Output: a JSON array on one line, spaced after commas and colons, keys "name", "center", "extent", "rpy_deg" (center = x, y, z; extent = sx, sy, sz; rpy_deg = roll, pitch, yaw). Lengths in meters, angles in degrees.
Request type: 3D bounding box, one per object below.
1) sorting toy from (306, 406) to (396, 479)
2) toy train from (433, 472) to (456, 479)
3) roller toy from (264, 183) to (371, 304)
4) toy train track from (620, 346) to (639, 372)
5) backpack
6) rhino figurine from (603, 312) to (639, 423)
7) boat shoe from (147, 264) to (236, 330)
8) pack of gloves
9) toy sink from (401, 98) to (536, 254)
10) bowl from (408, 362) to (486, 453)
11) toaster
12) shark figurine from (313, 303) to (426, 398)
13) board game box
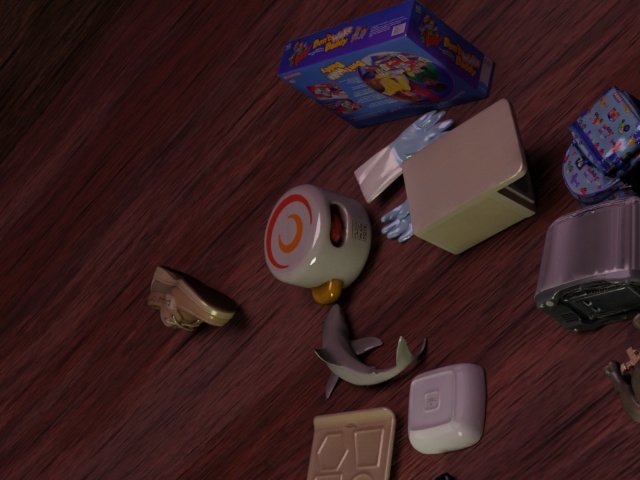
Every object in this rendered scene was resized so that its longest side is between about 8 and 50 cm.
[{"name": "sorting toy", "center": [0.051, 0.395, 1.877], "extent": [0.193, 0.038, 0.208], "rpy_deg": [-16, 59, 43]}, {"name": "toy train", "center": [0.212, 0.417, 1.676], "extent": [0.036, 0.027, 0.158], "rpy_deg": [-36, 41, 14]}, {"name": "roller toy", "center": [0.000, 0.000, 2.102], "extent": [0.191, 0.146, 0.209], "rpy_deg": [-61, 37, 18]}, {"name": "toy train track", "center": [0.457, 0.158, 1.567], "extent": [0.083, 0.014, 0.048], "rpy_deg": [-42, 40, 22]}, {"name": "backpack", "center": [0.440, -0.126, 1.693], "extent": [0.173, 0.117, 0.158], "rpy_deg": [-43, 39, 26]}, {"name": "rhino figurine", "center": [0.461, 0.145, 1.464], "extent": [0.106, 0.073, 0.243], "rpy_deg": [-118, 38, -46]}, {"name": "boat shoe", "center": [-0.281, 0.143, 2.375], "extent": [0.341, 0.121, 0.110], "rpy_deg": [22, 88, 64]}, {"name": "pack of gloves", "center": [0.188, -0.116, 2.060], "extent": [0.232, 0.046, 0.195], "rpy_deg": [-39, 56, 26]}, {"name": "toy sink", "center": [0.271, -0.103, 1.856], "extent": [0.234, 0.131, 0.153], "rpy_deg": [-33, 50, 34]}, {"name": "bowl", "center": [0.195, 0.265, 1.775], "extent": [0.142, 0.053, 0.142], "rpy_deg": [-20, 53, 40]}, {"name": "toaster", "center": [0.420, 0.032, 1.602], "extent": [0.227, 0.129, 0.147], "rpy_deg": [-21, 50, 43]}, {"name": "shark figurine", "center": [0.051, 0.206, 1.936], "extent": [0.278, 0.116, 0.166], "rpy_deg": [17, 81, 55]}, {"name": "board game box", "center": [0.119, -0.325, 2.104], "extent": [0.347, 0.233, 0.078], "rpy_deg": [-8, 61, 47]}]
